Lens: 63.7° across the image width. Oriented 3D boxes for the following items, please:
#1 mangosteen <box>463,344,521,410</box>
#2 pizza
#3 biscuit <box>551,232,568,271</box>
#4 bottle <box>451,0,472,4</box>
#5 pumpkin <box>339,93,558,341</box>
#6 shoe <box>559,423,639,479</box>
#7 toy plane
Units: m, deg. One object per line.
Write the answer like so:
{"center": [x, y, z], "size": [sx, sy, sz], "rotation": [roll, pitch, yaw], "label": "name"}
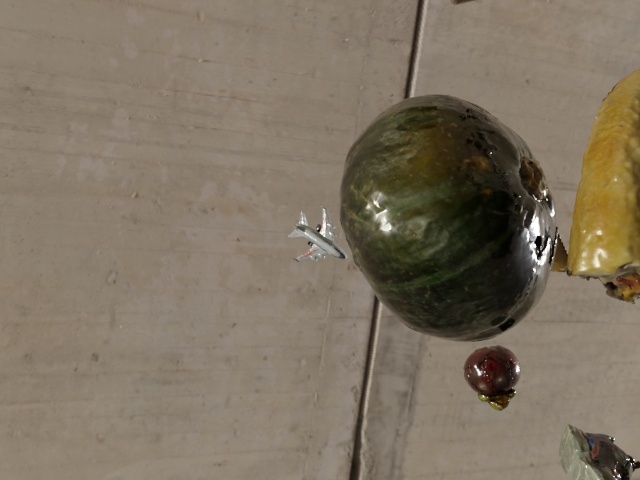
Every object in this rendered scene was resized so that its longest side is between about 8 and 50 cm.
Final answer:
{"center": [0.503, 0.398, 1.503], "size": [0.166, 0.166, 0.180], "rotation": [-9, -96, -17], "label": "mangosteen"}
{"center": [0.367, -0.049, 0.567], "size": [0.409, 0.114, 0.277], "rotation": [-31, -68, -39], "label": "pizza"}
{"center": [0.481, -0.002, 1.287], "size": [0.236, 0.232, 0.013], "rotation": [55, -127, -28], "label": "biscuit"}
{"center": [0.413, -0.660, 1.353], "size": [0.140, 0.053, 0.053], "rotation": [-10, -71, 7], "label": "bottle"}
{"center": [0.236, -0.046, 0.936], "size": [0.344, 0.454, 0.454], "rotation": [-24, -64, 29], "label": "pumpkin"}
{"center": [0.546, 0.449, 0.984], "size": [0.126, 0.227, 0.099], "rotation": [8, -69, 3], "label": "shoe"}
{"center": [0.000, 0.000, 1.338], "size": [0.171, 0.065, 0.162], "rotation": [32, -77, 13], "label": "toy plane"}
